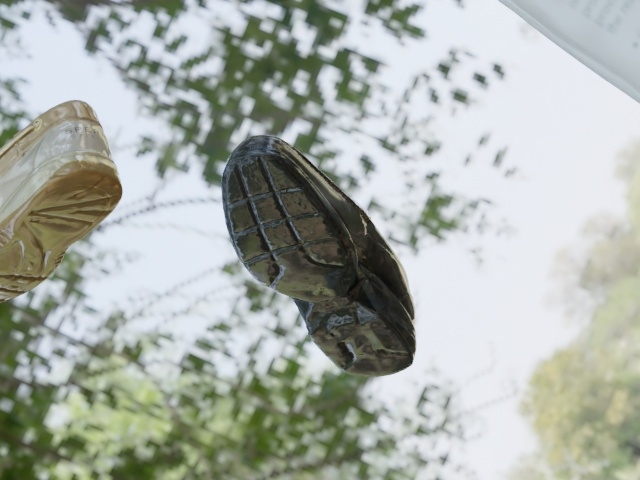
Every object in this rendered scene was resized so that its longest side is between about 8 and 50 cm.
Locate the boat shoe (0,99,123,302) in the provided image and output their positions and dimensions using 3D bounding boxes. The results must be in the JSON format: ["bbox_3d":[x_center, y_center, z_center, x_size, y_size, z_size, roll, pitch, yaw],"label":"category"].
[{"bbox_3d":[-0.162,-0.017,0.882,0.170,0.063,0.059,-32,56,38],"label":"boat shoe"}]

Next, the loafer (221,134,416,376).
[{"bbox_3d":[0.000,0.000,0.865,0.170,0.062,0.061,59,-150,-42],"label":"loafer"}]

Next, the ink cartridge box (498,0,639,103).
[{"bbox_3d":[0.197,-0.178,0.568,0.091,0.385,0.308,-2,-54,-55],"label":"ink cartridge box"}]
